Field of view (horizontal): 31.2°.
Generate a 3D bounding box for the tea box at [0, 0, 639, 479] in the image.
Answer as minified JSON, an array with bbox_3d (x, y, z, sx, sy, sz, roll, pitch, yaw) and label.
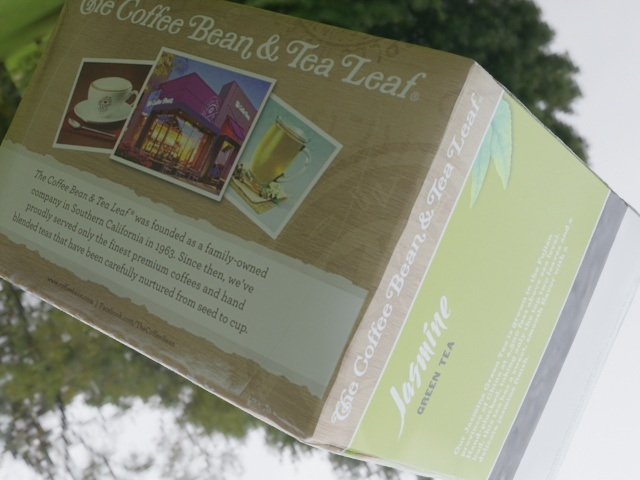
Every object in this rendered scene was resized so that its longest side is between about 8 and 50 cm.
[{"bbox_3d":[0.000,0.000,0.783,0.329,0.323,0.220,21,-94,38],"label":"tea box"}]
